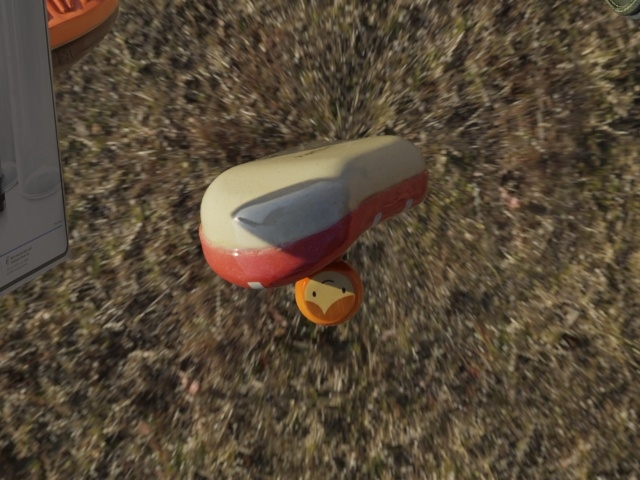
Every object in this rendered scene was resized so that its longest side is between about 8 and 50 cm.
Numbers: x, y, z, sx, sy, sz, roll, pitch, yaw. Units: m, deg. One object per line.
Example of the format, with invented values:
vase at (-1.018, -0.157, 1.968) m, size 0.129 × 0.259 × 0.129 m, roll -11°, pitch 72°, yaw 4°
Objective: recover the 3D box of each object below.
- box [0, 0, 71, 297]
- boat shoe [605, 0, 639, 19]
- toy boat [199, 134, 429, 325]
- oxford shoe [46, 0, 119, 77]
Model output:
box at (-0.216, -0.109, 0.644) m, size 0.087 × 0.169 × 0.290 m, roll 2°, pitch 104°, yaw 17°
boat shoe at (0.243, -0.304, 1.151) m, size 0.079 × 0.084 × 0.233 m, roll -6°, pitch 69°, yaw -30°
toy boat at (0.000, 0.000, 1.066) m, size 0.151 × 0.231 × 0.151 m, roll -3°, pitch 102°, yaw 30°
oxford shoe at (-0.326, -0.136, 1.061) m, size 0.363 × 0.133 × 0.130 m, roll -28°, pitch 72°, yaw -21°
